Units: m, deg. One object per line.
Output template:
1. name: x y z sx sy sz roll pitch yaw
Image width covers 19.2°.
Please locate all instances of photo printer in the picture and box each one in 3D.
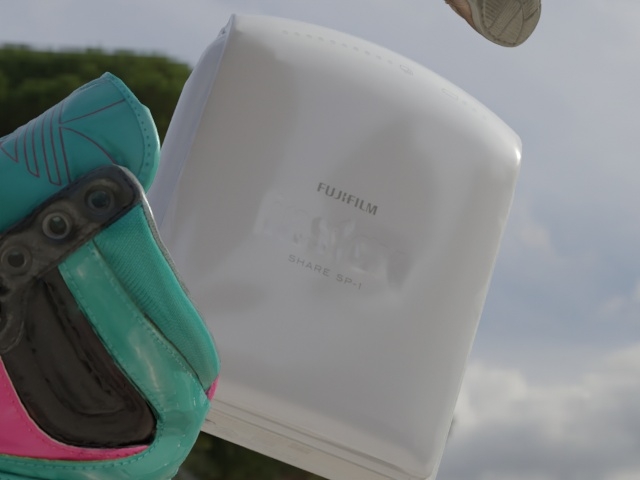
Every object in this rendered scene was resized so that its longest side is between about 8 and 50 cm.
1. photo printer: 0.000 0.000 1.332 0.256 0.307 0.107 23 -22 -11

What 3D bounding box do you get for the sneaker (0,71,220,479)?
1. sneaker: -0.143 -0.002 0.657 0.295 0.178 0.124 42 -3 -27

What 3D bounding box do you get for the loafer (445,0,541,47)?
1. loafer: 0.075 -0.142 0.986 0.039 0.045 0.125 35 1 35
